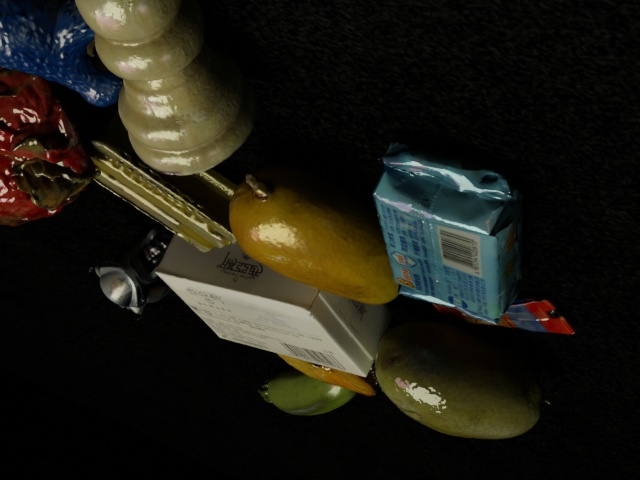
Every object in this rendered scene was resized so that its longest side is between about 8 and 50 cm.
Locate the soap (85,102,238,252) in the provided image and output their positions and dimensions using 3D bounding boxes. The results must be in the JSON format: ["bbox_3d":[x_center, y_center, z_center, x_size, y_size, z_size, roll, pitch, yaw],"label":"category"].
[{"bbox_3d":[-0.202,-0.079,1.718,0.233,0.076,0.135,33,158,-18],"label":"soap"}]

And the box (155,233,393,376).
[{"bbox_3d":[-0.064,0.074,1.866,0.274,0.116,0.203,11,155,34],"label":"box"}]

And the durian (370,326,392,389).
[{"bbox_3d":[0.122,0.190,1.972,0.148,0.091,0.188,2,148,46],"label":"durian"}]

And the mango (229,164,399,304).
[{"bbox_3d":[0.000,0.000,1.619,0.176,0.119,0.317,-5,150,40],"label":"mango"}]

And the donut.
[{"bbox_3d":[0.015,0.174,2.085,0.174,0.074,0.190,37,161,-31],"label":"donut"}]

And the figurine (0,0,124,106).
[{"bbox_3d":[-0.308,-0.223,1.425,0.262,0.121,0.164,32,155,-23],"label":"figurine"}]

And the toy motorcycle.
[{"bbox_3d":[-0.273,0.053,2.009,0.106,0.159,0.270,47,157,2],"label":"toy motorcycle"}]

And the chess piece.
[{"bbox_3d":[-0.166,-0.192,1.328,0.143,0.143,0.261,15,153,25],"label":"chess piece"}]

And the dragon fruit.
[{"bbox_3d":[-0.399,-0.113,1.631,0.205,0.152,0.317,17,144,42],"label":"dragon fruit"}]

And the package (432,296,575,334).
[{"bbox_3d":[0.228,0.091,1.708,0.200,0.022,0.083,3,151,43],"label":"package"}]

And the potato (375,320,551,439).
[{"bbox_3d":[0.196,0.197,1.819,0.251,0.159,0.174,14,-165,-3],"label":"potato"}]

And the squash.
[{"bbox_3d":[-0.020,0.264,2.323,0.094,0.094,0.341,32,156,-18],"label":"squash"}]

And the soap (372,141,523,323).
[{"bbox_3d":[0.148,-0.006,1.490,0.156,0.077,0.293,20,158,17],"label":"soap"}]
